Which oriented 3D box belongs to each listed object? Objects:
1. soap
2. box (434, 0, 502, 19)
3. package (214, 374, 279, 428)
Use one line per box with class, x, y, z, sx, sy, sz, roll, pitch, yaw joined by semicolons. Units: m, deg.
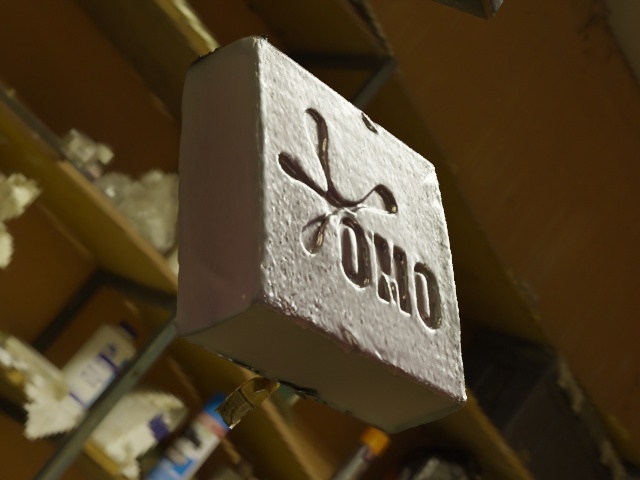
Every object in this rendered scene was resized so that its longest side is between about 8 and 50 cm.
soap;0.000;0.000;1.169;0.107;0.285;0.296;-26;-37;30
box;0.178;-0.502;1.601;0.264;0.415;0.116;24;-14;18
package;-0.100;0.236;2.004;0.047;0.131;0.071;52;13;5
